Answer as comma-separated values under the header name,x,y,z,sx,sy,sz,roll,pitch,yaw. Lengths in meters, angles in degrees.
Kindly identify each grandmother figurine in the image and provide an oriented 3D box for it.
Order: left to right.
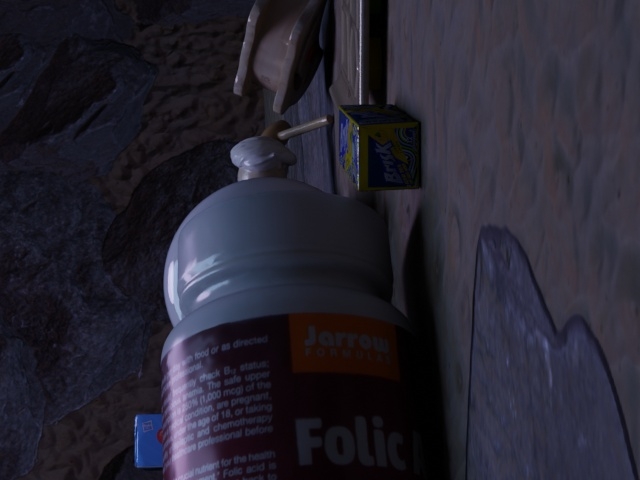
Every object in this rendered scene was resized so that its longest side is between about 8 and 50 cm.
name,x,y,z,sx,sy,sz,roll,pitch,yaw
grandmother figurine,-0.052,0.008,1.955,0.208,0.104,0.342,101,155,-66

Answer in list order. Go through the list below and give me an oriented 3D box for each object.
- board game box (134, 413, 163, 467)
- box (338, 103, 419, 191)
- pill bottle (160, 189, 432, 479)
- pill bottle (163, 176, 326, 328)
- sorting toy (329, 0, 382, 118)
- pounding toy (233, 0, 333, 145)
name,x,y,z,sx,sy,sz,roll,pitch,yaw
board game box,-0.154,0.344,2.427,0.302,0.308,0.086,114,155,-79
box,0.050,-0.085,1.266,0.169,0.054,0.059,-111,20,-78
pill bottle,-0.020,0.173,1.188,0.224,0.224,0.392,98,169,-65
pill bottle,-0.060,0.049,1.601,0.407,0.229,0.229,140,128,-84
sorting toy,0.042,-0.230,1.465,0.193,0.038,0.208,-104,17,-69
pounding toy,-0.021,-0.250,2.014,0.154,0.155,0.269,-57,-11,-42
